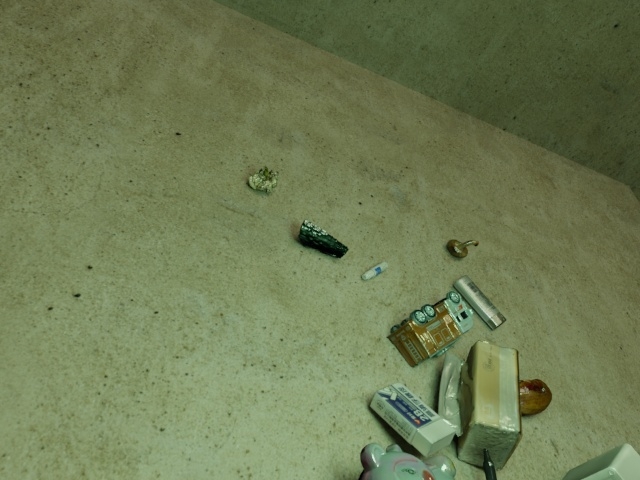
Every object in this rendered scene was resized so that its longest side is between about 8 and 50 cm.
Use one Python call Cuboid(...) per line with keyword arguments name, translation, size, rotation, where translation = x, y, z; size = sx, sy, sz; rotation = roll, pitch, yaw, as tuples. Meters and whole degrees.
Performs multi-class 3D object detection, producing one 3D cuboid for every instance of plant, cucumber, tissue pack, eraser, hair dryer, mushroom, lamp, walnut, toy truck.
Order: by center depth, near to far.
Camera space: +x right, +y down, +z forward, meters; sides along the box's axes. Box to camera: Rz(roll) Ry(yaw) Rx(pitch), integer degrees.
Cuboid(name="lamp", translation=(0.198, 0.621, 1.269), size=(0.301, 0.248, 0.247), rotation=(26, 39, -44))
Cuboid(name="hair dryer", translation=(0.460, 0.677, 1.441), size=(0.173, 0.050, 0.194), rotation=(-26, 97, -46))
Cuboid(name="eraser", translation=(0.254, 0.492, 1.471), size=(0.125, 0.067, 0.210), rotation=(-1, 28, -46))
Cuboid(name="tissue pack", translation=(0.834, 0.732, 1.542), size=(0.136, 0.246, 0.159), rotation=(-17, 62, -41))
Cuboid(name="tissue pack", translation=(0.465, 0.477, 1.587), size=(0.239, 0.238, 0.305), rotation=(29, 41, -6))
Cuboid(name="walnut", translation=(0.688, 0.520, 1.761), size=(0.207, 0.115, 0.115), rotation=(-1, 51, -33))
Cuboid(name="toy truck", translation=(0.382, 0.294, 1.765), size=(0.306, 0.136, 0.162), rotation=(-19, 69, -41))
Cuboid(name="cucumber", translation=(0.000, 0.000, 1.844), size=(0.193, 0.115, 0.085), rotation=(26, 84, -16))
Cuboid(name="plant", translation=(-0.201, -0.238, 1.920), size=(0.105, 0.121, 0.116), rotation=(24, 47, 6))
Cuboid(name="mushroom", translation=(0.593, 0.033, 2.201), size=(0.130, 0.072, 0.088), rotation=(-5, 28, 6))

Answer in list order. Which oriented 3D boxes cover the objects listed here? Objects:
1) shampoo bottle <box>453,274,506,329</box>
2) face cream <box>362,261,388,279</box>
Cuboid(name="shampoo bottle", translation=(0.609, 0.235, 2.030), size=(0.086, 0.055, 0.227), rotation=(-18, 62, -45))
Cuboid(name="face cream", translation=(0.192, 0.110, 1.895), size=(0.130, 0.034, 0.034), rotation=(-23, 66, -46))
